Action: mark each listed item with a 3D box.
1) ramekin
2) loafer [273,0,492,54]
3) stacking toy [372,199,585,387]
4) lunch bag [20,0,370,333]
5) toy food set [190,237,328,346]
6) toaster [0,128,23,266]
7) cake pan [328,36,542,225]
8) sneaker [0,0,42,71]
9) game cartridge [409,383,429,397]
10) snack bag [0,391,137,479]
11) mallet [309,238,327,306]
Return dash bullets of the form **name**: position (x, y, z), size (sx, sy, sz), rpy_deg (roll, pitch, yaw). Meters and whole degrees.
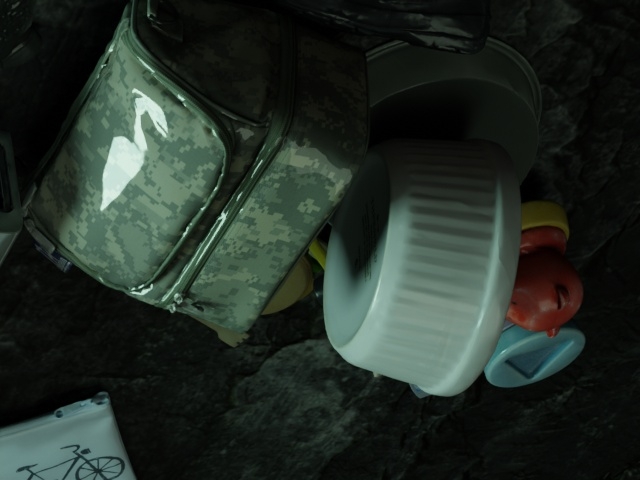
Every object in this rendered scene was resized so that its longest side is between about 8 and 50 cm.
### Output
- **ramekin**: position (0.094, 0.019, 1.650), size (0.127, 0.273, 0.273), rpy_deg (10, 133, -14)
- **loafer**: position (0.062, -0.236, 1.583), size (0.223, 0.076, 0.078), rpy_deg (8, 94, -17)
- **stacking toy**: position (0.185, 0.110, 1.920), size (0.279, 0.130, 0.309), rpy_deg (-20, 150, -1)
- **lunch bag**: position (-0.127, -0.082, 1.570), size (0.256, 0.213, 0.305), rpy_deg (23, 131, -17)
- **toy food set**: position (-0.068, 0.039, 1.862), size (0.192, 0.038, 0.132), rpy_deg (-34, 131, 24)
- **toaster**: position (-0.383, -0.038, 1.532), size (0.168, 0.186, 0.110), rpy_deg (12, 135, -31)
- **cake pan**: position (0.110, -0.099, 1.759), size (0.293, 0.054, 0.293), rpy_deg (-11, 139, -10)
- **sneaker**: position (-0.325, -0.187, 1.494), size (0.170, 0.051, 0.089), rpy_deg (-29, 139, 4)
- **game cartridge**: position (0.140, 0.174, 2.104), size (0.056, 0.017, 0.083), rpy_deg (-17, 140, 3)
- **snack bag**: position (-0.392, 0.329, 2.050), size (0.323, 0.037, 0.342), rpy_deg (-16, 140, -5)
- **mallet**: position (0.000, 0.000, 1.781), size (0.062, 0.039, 0.190), rpy_deg (-17, 132, 10)
